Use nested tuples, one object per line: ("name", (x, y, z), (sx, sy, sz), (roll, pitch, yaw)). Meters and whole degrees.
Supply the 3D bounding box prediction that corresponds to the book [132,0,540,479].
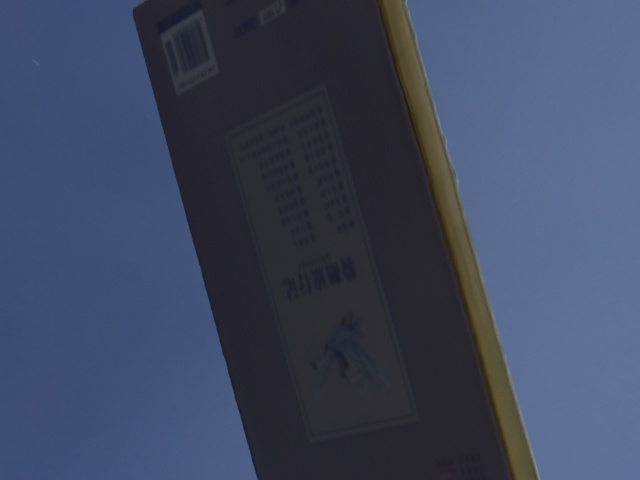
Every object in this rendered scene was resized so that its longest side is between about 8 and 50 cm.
("book", (0.000, 0.000, 0.863), (0.021, 0.217, 0.310), (-13, -94, -35))
